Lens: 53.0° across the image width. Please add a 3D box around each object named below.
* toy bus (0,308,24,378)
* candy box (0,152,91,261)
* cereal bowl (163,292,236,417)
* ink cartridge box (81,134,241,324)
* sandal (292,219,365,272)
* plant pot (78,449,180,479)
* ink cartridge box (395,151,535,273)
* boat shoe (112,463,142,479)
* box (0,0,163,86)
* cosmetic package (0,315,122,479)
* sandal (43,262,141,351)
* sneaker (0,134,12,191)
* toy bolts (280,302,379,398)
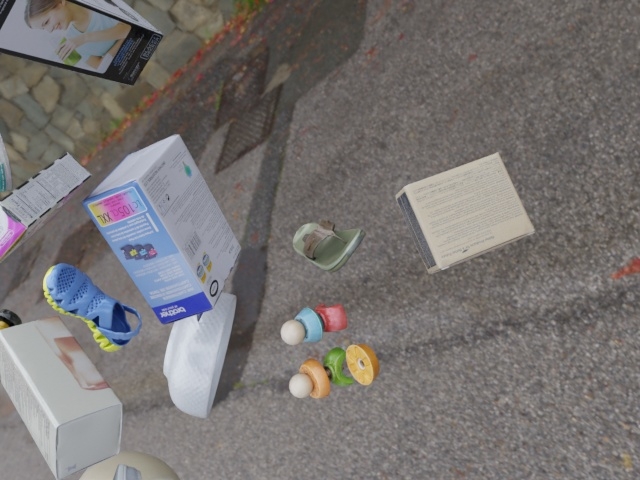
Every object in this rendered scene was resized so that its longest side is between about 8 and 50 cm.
[{"bbox_3d":[-0.827,0.304,1.706,0.211,0.220,0.149,-41,17,51],"label":"toy bus"},{"bbox_3d":[-0.560,-0.057,1.234,0.159,0.071,0.233,-38,15,29],"label":"candy box"},{"bbox_3d":[-0.329,0.296,1.716,0.339,0.141,0.338,-168,90,-87],"label":"cereal bowl"},{"bbox_3d":[-0.328,-0.002,1.467,0.151,0.395,0.270,-19,25,19],"label":"ink cartridge box"},{"bbox_3d":[-0.001,0.001,1.549,0.120,0.086,0.303,-55,28,-14],"label":"sandal"},{"bbox_3d":[-0.438,0.658,1.578,0.191,0.284,0.284,-20,45,38],"label":"plant pot"},{"bbox_3d":[0.308,-0.058,1.382,0.235,0.193,0.088,-20,-7,-13],"label":"ink cartridge box"},{"bbox_3d":[-0.301,0.511,1.065,0.320,0.103,0.118,52,126,55],"label":"boat shoe"},{"bbox_3d":[-0.339,-0.283,0.751,0.087,0.169,0.290,-53,-11,15],"label":"box"},{"bbox_3d":[-0.520,0.300,1.273,0.296,0.129,0.153,39,128,35],"label":"cosmetic package"},{"bbox_3d":[-0.584,0.170,1.690,0.138,0.317,0.126,-11,45,31],"label":"sandal"},{"bbox_3d":[-0.637,-0.213,1.105,0.121,0.302,0.108,-26,10,-27],"label":"sneaker"},{"bbox_3d":[0.005,0.271,1.539,0.218,0.159,0.228,-15,93,58],"label":"toy bolts"}]
